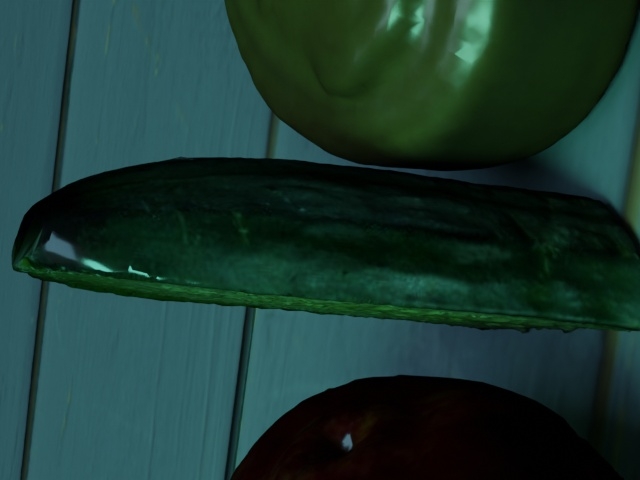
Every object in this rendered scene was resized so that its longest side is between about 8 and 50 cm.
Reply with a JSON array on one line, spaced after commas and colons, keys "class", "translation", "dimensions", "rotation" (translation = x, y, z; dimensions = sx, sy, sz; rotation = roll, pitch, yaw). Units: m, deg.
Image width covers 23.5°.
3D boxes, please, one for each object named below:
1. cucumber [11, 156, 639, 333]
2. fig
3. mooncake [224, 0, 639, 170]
[{"class": "cucumber", "translation": [0.000, 0.000, 0.628], "dimensions": [0.115, 0.244, 0.063], "rotation": [167, 106, -68]}, {"class": "fig", "translation": [0.061, 0.177, 0.606], "dimensions": [0.249, 0.186, 0.203], "rotation": [57, -176, -16]}, {"class": "mooncake", "translation": [0.034, -0.148, 0.693], "dimensions": [0.235, 0.117, 0.234], "rotation": [0, 90, 54]}]
